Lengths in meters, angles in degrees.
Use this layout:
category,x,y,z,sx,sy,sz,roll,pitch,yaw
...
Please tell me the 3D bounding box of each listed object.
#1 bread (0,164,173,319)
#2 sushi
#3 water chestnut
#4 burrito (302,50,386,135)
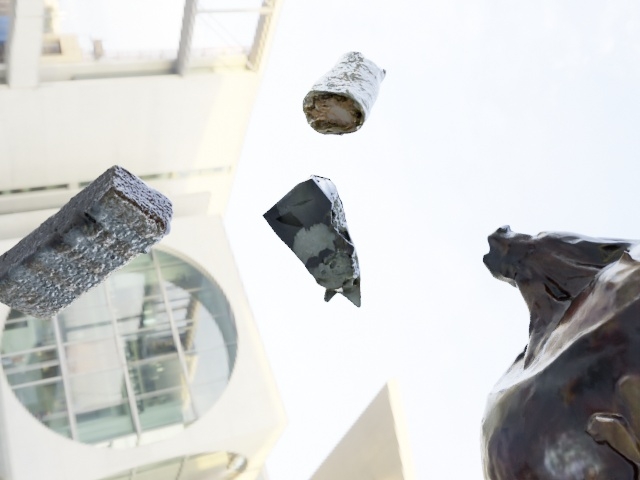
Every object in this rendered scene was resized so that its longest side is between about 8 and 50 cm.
category,x,y,z,sx,sy,sz,roll,pitch,yaw
bread,-0.497,0.018,1.527,0.417,0.165,0.113,-33,-138,23
sushi,0.020,0.000,1.483,0.273,0.134,0.109,55,24,-11
water chestnut,0.227,0.083,0.495,0.300,0.300,0.300,171,-90,-67
burrito,0.050,-0.305,1.555,0.299,0.143,0.105,-65,144,-58
